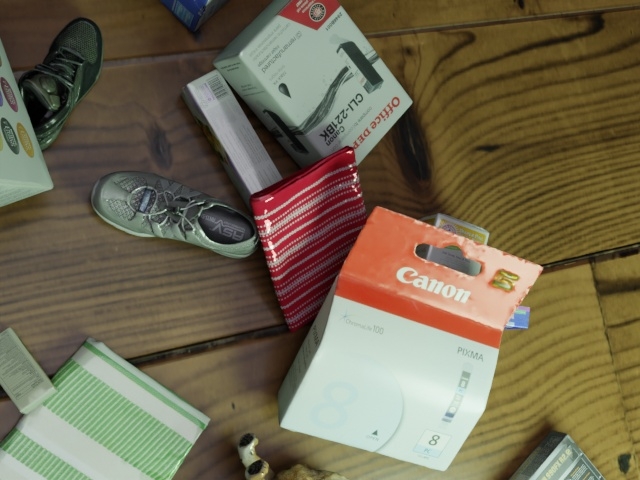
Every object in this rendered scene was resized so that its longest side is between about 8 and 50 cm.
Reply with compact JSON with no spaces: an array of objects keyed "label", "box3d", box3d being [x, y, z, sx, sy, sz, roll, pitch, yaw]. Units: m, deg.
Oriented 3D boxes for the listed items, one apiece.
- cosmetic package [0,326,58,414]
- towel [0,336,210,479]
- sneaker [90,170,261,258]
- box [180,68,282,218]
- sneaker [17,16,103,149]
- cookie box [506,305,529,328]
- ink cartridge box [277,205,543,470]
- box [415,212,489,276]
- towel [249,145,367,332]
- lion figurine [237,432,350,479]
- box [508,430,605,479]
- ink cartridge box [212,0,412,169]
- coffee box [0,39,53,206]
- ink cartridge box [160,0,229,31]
[{"label":"cosmetic package","box3d":[-0.445,0.192,1.228,0.060,0.041,0.115,-35,80,-16]},{"label":"towel","box3d":[-0.354,0.341,1.265,0.248,0.038,0.325,37,76,-10]},{"label":"sneaker","box3d":[-0.215,-0.050,1.310,0.281,0.115,0.105,14,80,-17]},{"label":"box","box3d":[-0.120,-0.124,1.379,0.067,0.063,0.324,-33,95,-18]},{"label":"sneaker","box3d":[-0.392,-0.249,1.266,0.087,0.130,0.228,31,73,-15]},{"label":"cookie box","box3d":[0.301,0.132,1.473,0.091,0.107,0.040,10,81,-18]},{"label":"ink cartridge box","box3d":[0.144,0.169,1.322,0.308,0.091,0.385,19,115,-16]},{"label":"box","box3d":[0.198,0.067,1.441,0.103,0.114,0.203,19,80,-15]},{"label":"towel","box3d":[0.000,0.000,1.349,0.198,0.031,0.275,-30,127,-22]},{"label":"lion figurine","box3d":[-0.120,0.464,1.282,0.392,0.142,0.240,-33,117,-9]},{"label":"box","box3d":[0.413,0.490,1.501,0.231,0.056,0.183,-43,98,-18]},{"label":"ink cartridge box","box3d":[-0.008,-0.258,1.374,0.197,0.114,0.273,-49,115,-17]},{"label":"coffee box","box3d":[-0.591,-0.171,1.036,0.338,0.334,0.338,-19,91,1]},{"label":"ink cartridge box","box3d":[-0.137,-0.500,1.305,0.151,0.270,0.395,44,72,-8]}]
